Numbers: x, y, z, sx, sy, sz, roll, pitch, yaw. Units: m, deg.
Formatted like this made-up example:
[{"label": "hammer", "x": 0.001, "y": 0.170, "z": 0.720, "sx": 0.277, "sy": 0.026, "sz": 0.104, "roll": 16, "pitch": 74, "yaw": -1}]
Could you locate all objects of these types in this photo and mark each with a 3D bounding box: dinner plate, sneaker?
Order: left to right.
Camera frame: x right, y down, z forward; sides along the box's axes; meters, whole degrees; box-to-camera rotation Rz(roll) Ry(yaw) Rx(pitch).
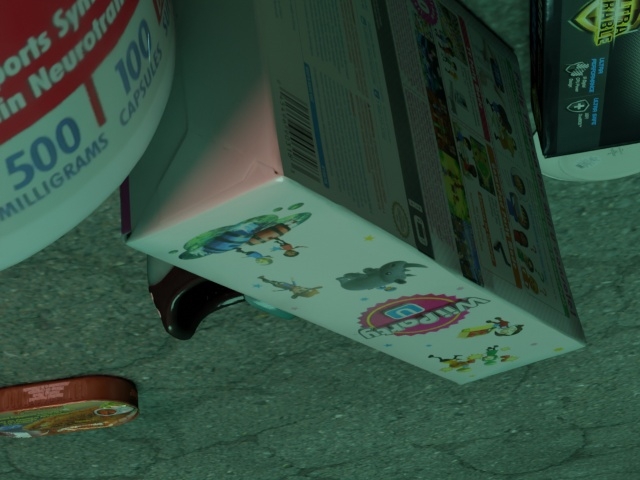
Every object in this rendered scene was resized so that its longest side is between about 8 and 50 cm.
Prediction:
[{"label": "sneaker", "x": 0.000, "y": 0.000, "z": 0.842, "sx": 0.302, "sy": 0.121, "sz": 0.108, "roll": -18, "pitch": 152, "yaw": 21}, {"label": "dinner plate", "x": 0.237, "y": -0.077, "z": 0.860, "sx": 0.141, "sy": 0.017, "sz": 0.141, "roll": -4, "pitch": 154, "yaw": -2}]

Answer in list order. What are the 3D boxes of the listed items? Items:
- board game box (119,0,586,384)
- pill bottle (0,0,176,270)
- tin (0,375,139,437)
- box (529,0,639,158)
[{"label": "board game box", "x": 0.024, "y": -0.062, "z": 0.605, "sx": 0.097, "sy": 0.224, "sz": 0.303, "roll": -24, "pitch": 148, "yaw": 30}, {"label": "pill bottle", "x": -0.183, "y": -0.171, "z": 0.310, "sx": 0.229, "sy": 0.229, "sz": 0.407, "roll": -6, "pitch": 149, "yaw": 0}, {"label": "tin", "x": -0.310, "y": 0.198, "z": 1.276, "sx": 0.190, "sy": 0.040, "sz": 0.106, "roll": -8, "pitch": 158, "yaw": 3}, {"label": "box", "x": 0.225, "y": -0.139, "z": 0.688, "sx": 0.175, "sy": 0.051, "sz": 0.220, "roll": -9, "pitch": 153, "yaw": 6}]
